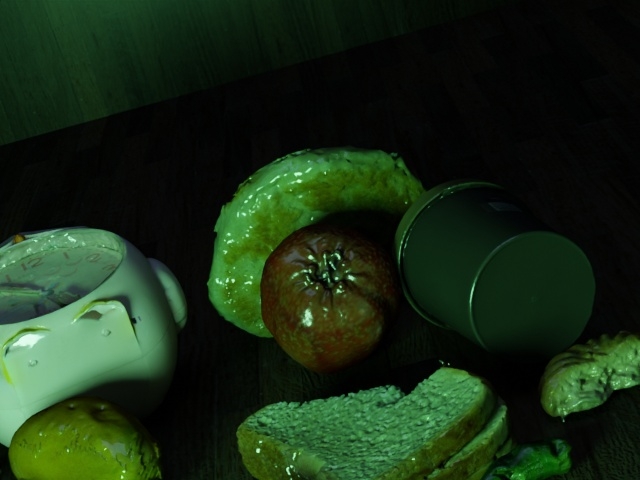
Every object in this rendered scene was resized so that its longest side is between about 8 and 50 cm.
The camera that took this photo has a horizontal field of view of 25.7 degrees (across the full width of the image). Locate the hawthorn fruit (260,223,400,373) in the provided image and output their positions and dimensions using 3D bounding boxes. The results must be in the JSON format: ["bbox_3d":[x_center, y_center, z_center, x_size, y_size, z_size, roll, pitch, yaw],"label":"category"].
[{"bbox_3d":[0.014,0.089,1.956,0.205,0.253,0.205,-2,67,4],"label":"hawthorn fruit"}]

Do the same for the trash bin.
[{"bbox_3d":[0.222,0.036,1.889,0.214,0.214,0.334,-21,20,-11],"label":"trash bin"}]

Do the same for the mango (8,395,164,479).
[{"bbox_3d":[-0.292,0.273,1.766,0.156,0.151,0.248,11,-3,-41],"label":"mango"}]

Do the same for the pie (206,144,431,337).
[{"bbox_3d":[0.000,0.000,2.056,0.371,0.296,0.078,-20,35,1],"label":"pie"}]

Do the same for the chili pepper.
[{"bbox_3d":[0.208,0.273,1.552,0.073,0.050,0.182,13,37,40],"label":"chili pepper"}]

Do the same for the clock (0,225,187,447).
[{"bbox_3d":[-0.381,0.134,2.036,0.368,0.250,0.377,-22,29,-13],"label":"clock"}]

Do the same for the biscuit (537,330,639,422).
[{"bbox_3d":[0.343,0.155,1.729,0.183,0.061,0.118,-20,20,-9],"label":"biscuit"}]

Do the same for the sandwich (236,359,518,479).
[{"bbox_3d":[0.068,0.236,1.671,0.254,0.100,0.288,-34,27,-24],"label":"sandwich"}]
